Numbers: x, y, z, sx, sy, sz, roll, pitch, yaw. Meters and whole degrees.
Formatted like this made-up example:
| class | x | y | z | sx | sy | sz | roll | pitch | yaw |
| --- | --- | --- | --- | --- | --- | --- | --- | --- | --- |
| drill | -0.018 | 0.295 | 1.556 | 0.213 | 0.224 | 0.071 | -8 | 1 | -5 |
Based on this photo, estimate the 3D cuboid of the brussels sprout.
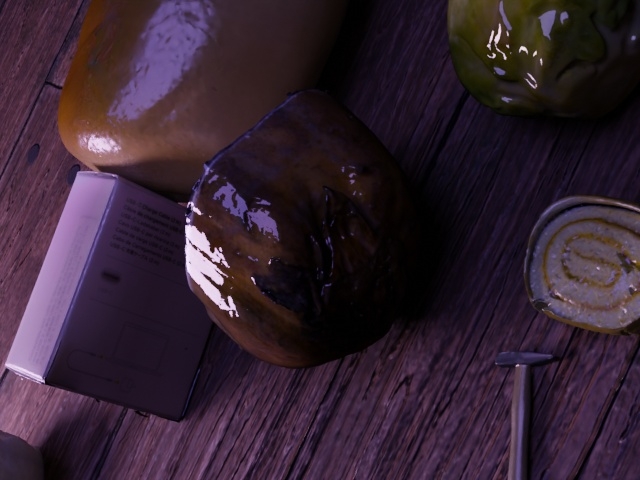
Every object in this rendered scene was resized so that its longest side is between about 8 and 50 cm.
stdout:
| class | x | y | z | sx | sy | sz | roll | pitch | yaw |
| --- | --- | --- | --- | --- | --- | --- | --- | --- | --- |
| brussels sprout | 0.207 | -0.216 | 0.958 | 0.223 | 0.161 | 0.223 | -23 | 58 | 42 |

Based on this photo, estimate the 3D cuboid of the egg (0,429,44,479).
| class | x | y | z | sx | sy | sz | roll | pitch | yaw |
| --- | --- | --- | --- | --- | --- | --- | --- | --- | --- |
| egg | -0.465 | 0.345 | 1.327 | 0.183 | 0.183 | 0.217 | 8 | 67 | 46 |

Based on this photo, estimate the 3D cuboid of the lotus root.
| class | x | y | z | sx | sy | sz | roll | pitch | yaw |
| --- | --- | --- | --- | --- | --- | --- | --- | --- | --- |
| lotus root | 0.000 | 0.000 | 1.016 | 0.192 | 0.272 | 0.272 | 35 | 97 | 37 |

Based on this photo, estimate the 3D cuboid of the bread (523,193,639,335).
| class | x | y | z | sx | sy | sz | roll | pitch | yaw |
| --- | --- | --- | --- | --- | --- | --- | --- | --- | --- |
| bread | 0.251 | 0.023 | 0.875 | 0.156 | 0.064 | 0.117 | 17 | 88 | 46 |

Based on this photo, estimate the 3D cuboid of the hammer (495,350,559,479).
| class | x | y | z | sx | sy | sz | roll | pitch | yaw |
| --- | --- | --- | --- | --- | --- | --- | --- | --- | --- |
| hammer | 0.179 | 0.194 | 0.900 | 0.062 | 0.013 | 0.198 | -11 | 64 | 41 |

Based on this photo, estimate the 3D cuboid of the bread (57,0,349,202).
| class | x | y | z | sx | sy | sz | roll | pitch | yaw |
| --- | --- | --- | --- | --- | --- | --- | --- | --- | --- |
| bread | -0.156 | -0.235 | 1.258 | 0.348 | 0.253 | 0.376 | 22 | 89 | 44 |

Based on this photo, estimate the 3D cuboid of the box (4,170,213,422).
| class | x | y | z | sx | sy | sz | roll | pitch | yaw |
| --- | --- | --- | --- | --- | --- | --- | --- | --- | --- |
| box | -0.228 | 0.070 | 1.213 | 0.106 | 0.203 | 0.251 | 11 | 79 | 47 |
